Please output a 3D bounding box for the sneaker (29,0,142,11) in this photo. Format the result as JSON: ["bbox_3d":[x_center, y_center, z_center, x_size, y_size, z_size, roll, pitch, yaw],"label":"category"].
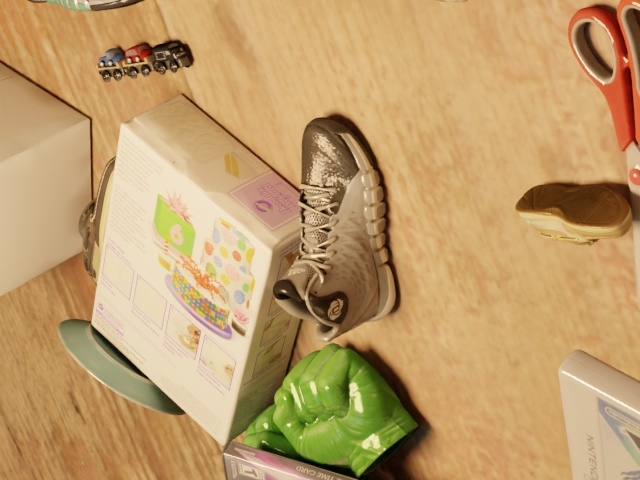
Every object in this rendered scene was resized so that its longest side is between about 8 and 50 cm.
[{"bbox_3d":[-0.259,-0.304,1.953,0.224,0.083,0.098,12,118,45],"label":"sneaker"}]

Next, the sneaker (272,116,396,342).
[{"bbox_3d":[0.000,0.000,1.819,0.086,0.132,0.228,7,119,46],"label":"sneaker"}]

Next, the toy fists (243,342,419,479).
[{"bbox_3d":[-0.005,0.219,2.007,0.142,0.096,0.279,50,144,12],"label":"toy fists"}]

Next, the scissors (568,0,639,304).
[{"bbox_3d":[0.279,-0.070,1.546,0.109,0.021,0.297,6,118,47],"label":"scissors"}]

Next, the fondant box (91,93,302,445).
[{"bbox_3d":[-0.133,0.037,2.029,0.238,0.096,0.330,40,140,24],"label":"fondant box"}]

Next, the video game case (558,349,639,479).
[{"bbox_3d":[0.360,0.267,1.607,0.329,0.036,0.300,28,150,33],"label":"video game case"}]

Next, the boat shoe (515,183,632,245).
[{"bbox_3d":[0.233,-0.020,1.611,0.045,0.050,0.135,51,162,-28],"label":"boat shoe"}]

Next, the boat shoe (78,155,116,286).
[{"bbox_3d":[-0.251,-0.017,2.139,0.073,0.080,0.223,33,140,23],"label":"boat shoe"}]

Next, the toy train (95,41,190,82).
[{"bbox_3d":[-0.199,-0.199,1.998,0.158,0.027,0.036,-2,110,49],"label":"toy train"}]

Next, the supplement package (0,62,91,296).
[{"bbox_3d":[-0.437,-0.087,2.202,0.263,0.199,0.198,32,136,31],"label":"supplement package"}]

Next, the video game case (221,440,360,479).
[{"bbox_3d":[0.027,0.323,1.994,0.274,0.026,0.196,16,140,18],"label":"video game case"}]

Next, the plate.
[{"bbox_3d":[-0.230,0.144,2.172,0.188,0.188,0.024,39,103,24],"label":"plate"}]
